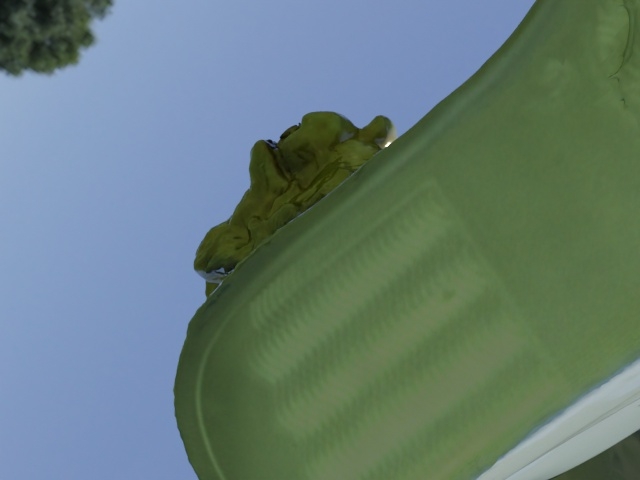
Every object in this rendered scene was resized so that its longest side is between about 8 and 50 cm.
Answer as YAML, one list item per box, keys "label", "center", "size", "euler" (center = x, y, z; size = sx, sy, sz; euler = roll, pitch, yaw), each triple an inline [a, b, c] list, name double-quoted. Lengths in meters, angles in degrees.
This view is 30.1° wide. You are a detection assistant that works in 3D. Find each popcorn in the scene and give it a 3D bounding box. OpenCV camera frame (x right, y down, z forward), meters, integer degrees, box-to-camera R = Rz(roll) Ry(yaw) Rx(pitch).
- label: "popcorn"
  center: [0.000, 0.000, 1.242]
  size: [0.286, 0.215, 0.252]
  euler: [-29, -142, 34]

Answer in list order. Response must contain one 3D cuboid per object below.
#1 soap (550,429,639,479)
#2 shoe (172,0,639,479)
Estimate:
- label: "soap"
  center: [0.237, 0.116, 0.709]
  size: [0.435, 0.350, 0.213]
  euler: [-112, -160, -49]
- label: "shoe"
  center: [0.121, -0.033, 0.355]
  size: [0.363, 0.160, 0.132]
  euler: [-45, -114, 23]
